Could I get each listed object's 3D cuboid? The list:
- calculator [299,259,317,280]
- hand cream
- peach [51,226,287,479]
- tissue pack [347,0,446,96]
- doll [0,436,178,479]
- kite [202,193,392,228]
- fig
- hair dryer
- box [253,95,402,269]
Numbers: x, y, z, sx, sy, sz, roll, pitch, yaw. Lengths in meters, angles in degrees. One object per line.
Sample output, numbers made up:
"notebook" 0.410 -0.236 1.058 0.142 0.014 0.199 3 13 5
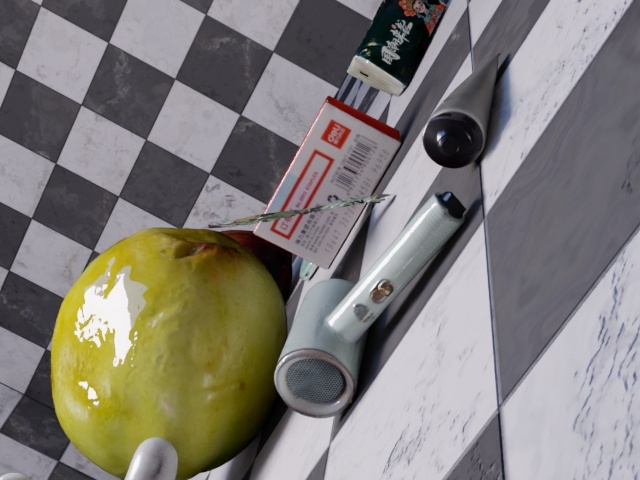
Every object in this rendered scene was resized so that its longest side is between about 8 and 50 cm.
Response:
"calculator" 0.000 0.000 1.582 0.095 0.021 0.153 -55 13 47
"hand cream" 0.132 -0.117 0.926 0.087 0.054 0.186 -54 3 28
"peach" -0.181 0.140 1.250 0.314 0.281 0.316 18 105 47
"tissue pack" 0.124 -0.334 1.642 0.170 0.103 0.090 -64 11 -13
"doll" -0.292 0.428 1.062 0.376 0.366 0.187 -23 -13 21
"kite" -0.035 -0.036 1.246 0.323 0.267 0.013 -16 -83 -62
"fig" -0.113 0.054 1.715 0.249 0.186 0.204 -27 0 13
"hair dryer" 0.046 0.035 0.867 0.236 0.073 0.131 -55 8 32
"box" 0.007 -0.075 1.393 0.229 0.122 0.050 -61 9 19
